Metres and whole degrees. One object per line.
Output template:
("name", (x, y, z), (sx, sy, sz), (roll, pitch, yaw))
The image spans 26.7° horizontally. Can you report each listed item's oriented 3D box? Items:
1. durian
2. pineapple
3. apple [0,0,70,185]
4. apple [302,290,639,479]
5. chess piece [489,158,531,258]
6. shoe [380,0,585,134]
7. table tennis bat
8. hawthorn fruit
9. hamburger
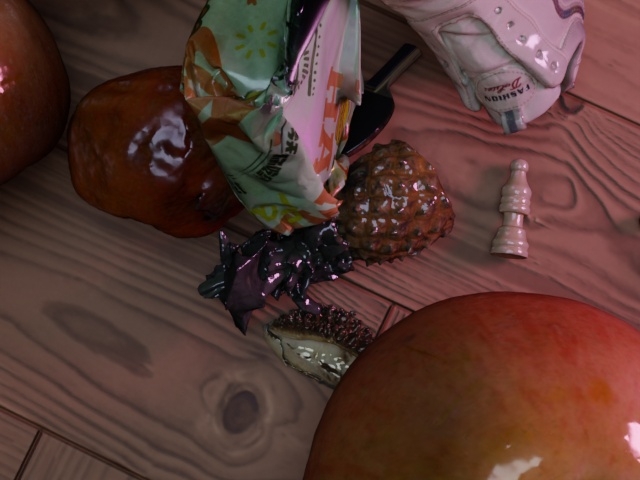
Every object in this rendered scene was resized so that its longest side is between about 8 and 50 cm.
("durian", (0.010, 0.096, 1.257), (0.130, 0.052, 0.066), (27, 125, 9))
("pineapple", (0.000, 0.000, 1.220), (0.237, 0.111, 0.119), (-31, 113, 1))
("apple", (-0.349, -0.136, 1.183), (0.254, 0.253, 0.253), (0, 85, 4))
("apple", (0.157, 0.219, 1.085), (0.364, 0.364, 0.363), (0, 85, 4))
("chess piece", (0.181, -0.030, 1.254), (0.035, 0.035, 0.092), (8, 82, 4))
("shoe", (0.144, -0.194, 1.139), (0.132, 0.342, 0.210), (-13, 93, 30))
("table tennis bat", (0.037, -0.127, 1.256), (0.158, 0.014, 0.095), (-47, 39, -17))
("hawthorn fruit", (-0.140, -0.079, 1.214), (0.179, 0.173, 0.173), (-7, 84, 2))
("hamburger", (-0.027, -0.136, 1.124), (0.125, 0.214, 0.235), (2, 63, 11))
